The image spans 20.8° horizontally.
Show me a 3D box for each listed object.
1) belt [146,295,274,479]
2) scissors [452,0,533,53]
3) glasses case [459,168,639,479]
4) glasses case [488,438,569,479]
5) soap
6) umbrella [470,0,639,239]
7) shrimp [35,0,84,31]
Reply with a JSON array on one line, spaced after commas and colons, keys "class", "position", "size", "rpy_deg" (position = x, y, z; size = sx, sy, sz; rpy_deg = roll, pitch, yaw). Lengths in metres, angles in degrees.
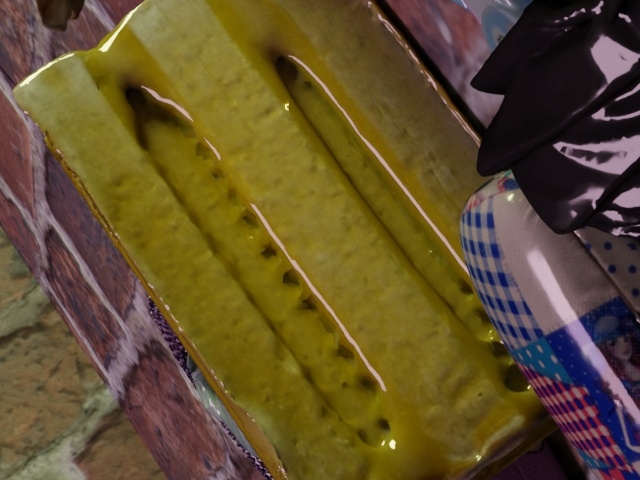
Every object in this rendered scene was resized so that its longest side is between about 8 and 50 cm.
[{"class": "belt", "position": [-0.011, 0.133, 1.365], "size": [0.325, 0.122, 0.260], "rpy_deg": [44, 163, 38]}, {"class": "scissors", "position": [0.096, -0.091, 0.784], "size": [0.256, 0.030, 0.125], "rpy_deg": [55, 167, 9]}, {"class": "glasses case", "position": [0.176, 0.103, 0.813], "size": [0.327, 0.076, 0.125], "rpy_deg": [53, 168, 4]}, {"class": "glasses case", "position": [0.128, 0.189, 1.130], "size": [0.316, 0.076, 0.123], "rpy_deg": [61, 163, -12]}, {"class": "soap", "position": [0.000, 0.000, 0.945], "size": [0.315, 0.199, 0.091], "rpy_deg": [52, 167, 15]}, {"class": "umbrella", "position": [0.127, -0.110, 0.561], "size": [0.118, 0.118, 0.340], "rpy_deg": [51, 157, 22]}, {"class": "shrimp", "position": [-0.152, -0.259, 1.072], "size": [0.168, 0.077, 0.317], "rpy_deg": [36, 144, 34]}]
